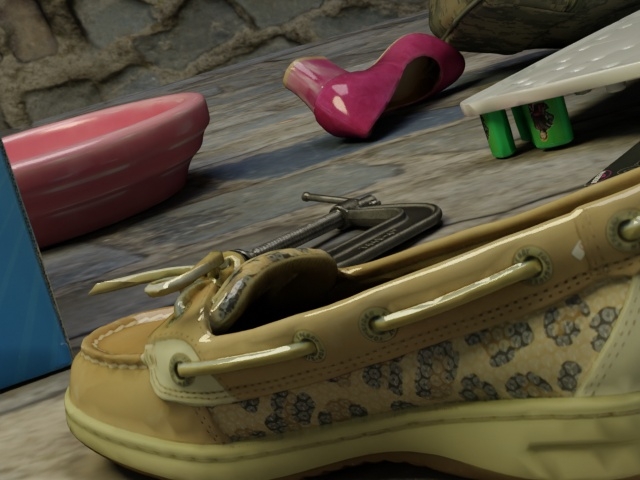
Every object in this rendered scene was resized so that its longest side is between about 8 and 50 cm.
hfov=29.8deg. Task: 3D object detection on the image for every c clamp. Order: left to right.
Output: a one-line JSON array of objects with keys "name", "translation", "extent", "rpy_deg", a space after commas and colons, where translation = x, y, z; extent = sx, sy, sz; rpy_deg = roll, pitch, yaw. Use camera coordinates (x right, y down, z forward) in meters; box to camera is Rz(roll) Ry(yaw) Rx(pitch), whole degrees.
[{"name": "c clamp", "translation": [0.000, 0.000, 0.736], "extent": [0.137, 0.022, 0.161], "rpy_deg": [1, 19, 37]}]

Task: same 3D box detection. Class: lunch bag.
[{"name": "lunch bag", "translation": [0.259, -0.305, 1.226], "extent": [0.256, 0.212, 0.305], "rpy_deg": [5, -4, -6]}]

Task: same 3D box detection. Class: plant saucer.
[{"name": "plant saucer", "translation": [-0.259, -0.055, 1.134], "extent": [0.332, 0.084, 0.332], "rpy_deg": [-14, 13, 4]}]

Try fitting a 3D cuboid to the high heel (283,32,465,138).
[{"name": "high heel", "translation": [0.086, -0.147, 1.195], "extent": [0.244, 0.082, 0.117], "rpy_deg": [-7, 40, -45]}]

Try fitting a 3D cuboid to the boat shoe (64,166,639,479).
[{"name": "boat shoe", "translation": [0.014, 0.028, 0.430], "extent": [0.285, 0.089, 0.104], "rpy_deg": [-8, 16, 34]}]

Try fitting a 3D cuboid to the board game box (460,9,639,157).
[{"name": "board game box", "translation": [0.360, -0.165, 0.868], "extent": [0.390, 0.050, 0.390], "rpy_deg": [-9, 15, 44]}]

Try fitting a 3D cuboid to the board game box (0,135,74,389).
[{"name": "board game box", "translation": [-0.257, -0.080, 0.741], "extent": [0.086, 0.301, 0.308], "rpy_deg": [-20, 13, -16]}]

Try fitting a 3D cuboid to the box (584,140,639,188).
[{"name": "box", "translation": [0.164, -0.017, 0.528], "extent": [0.062, 0.052, 0.083], "rpy_deg": [-5, 18, 37]}]
